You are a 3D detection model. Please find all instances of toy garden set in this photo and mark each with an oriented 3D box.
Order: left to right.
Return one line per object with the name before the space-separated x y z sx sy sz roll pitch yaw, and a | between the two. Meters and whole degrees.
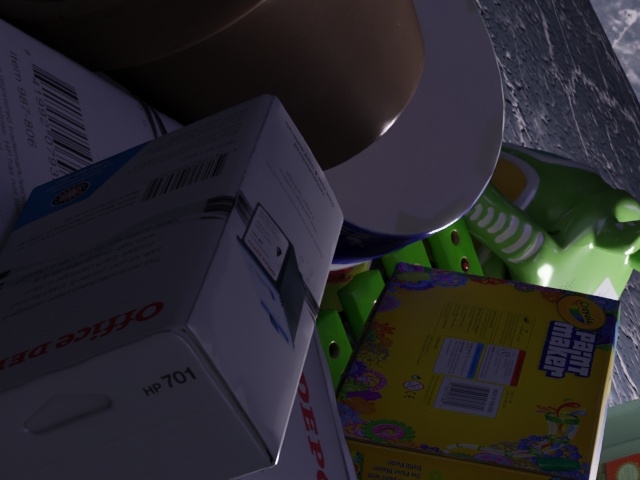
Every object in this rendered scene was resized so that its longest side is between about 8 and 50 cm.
toy garden set | 0.070 0.110 1.654 0.244 0.049 0.204 -40 115 -47

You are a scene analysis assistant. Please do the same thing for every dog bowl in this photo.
dog bowl | 0.010 -0.115 1.476 0.265 0.104 0.265 13 69 -36

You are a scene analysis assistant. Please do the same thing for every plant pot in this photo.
plant pot | -0.052 -0.162 1.237 0.229 0.263 0.263 52 25 -39

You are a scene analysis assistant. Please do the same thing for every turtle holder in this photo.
turtle holder | 0.167 0.023 1.870 0.227 0.243 0.320 38 26 24

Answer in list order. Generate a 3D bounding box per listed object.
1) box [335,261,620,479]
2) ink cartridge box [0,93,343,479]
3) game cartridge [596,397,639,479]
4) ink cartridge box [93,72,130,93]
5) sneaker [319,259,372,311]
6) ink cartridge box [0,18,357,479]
box | 0.098 0.207 1.388 0.290 0.177 0.279 -60 158 -65
ink cartridge box | -0.079 0.032 0.866 0.082 0.140 0.190 58 25 -26
game cartridge | 0.236 0.281 1.793 0.060 0.196 0.294 52 25 -36
ink cartridge box | -0.195 -0.202 1.396 0.115 0.067 0.198 31 40 -58
sneaker | 0.000 0.000 1.611 0.208 0.081 0.094 81 7 -48
ink cartridge box | -0.150 0.064 1.084 0.395 0.166 0.285 29 43 -58
